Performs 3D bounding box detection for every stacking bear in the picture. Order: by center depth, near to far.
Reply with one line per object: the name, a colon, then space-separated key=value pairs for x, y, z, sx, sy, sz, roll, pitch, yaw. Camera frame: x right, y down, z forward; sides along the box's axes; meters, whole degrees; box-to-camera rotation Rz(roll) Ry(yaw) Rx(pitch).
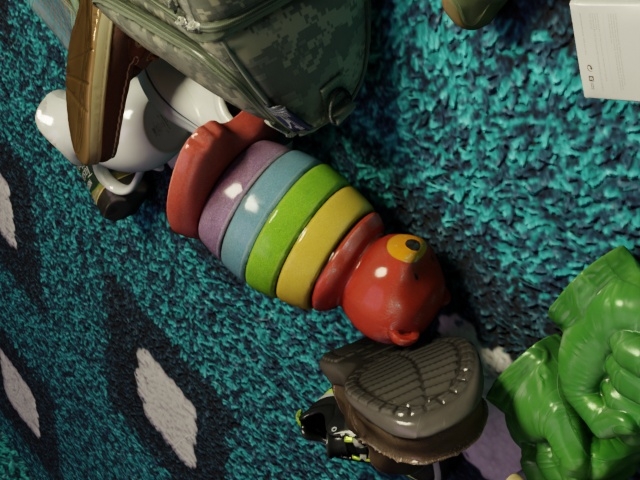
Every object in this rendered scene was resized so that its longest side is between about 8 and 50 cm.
stacking bear: x=0.000 y=0.000 z=1.234 sx=0.289 sy=0.175 sz=0.164 roll=33 pitch=125 yaw=14

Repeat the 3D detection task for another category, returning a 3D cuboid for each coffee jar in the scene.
coffee jar: x=-0.326 y=-0.123 z=1.779 sx=0.184 sy=0.079 sz=0.096 roll=58 pitch=150 yaw=11

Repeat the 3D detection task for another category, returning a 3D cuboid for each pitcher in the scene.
pitcher: x=-0.265 y=-0.135 z=1.615 sx=0.207 sy=0.125 sz=0.177 roll=0 pitch=135 yaw=41

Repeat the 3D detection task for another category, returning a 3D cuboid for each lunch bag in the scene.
lunch bag: x=-0.094 y=-0.262 z=1.184 sx=0.305 sy=0.213 sz=0.256 roll=36 pitch=156 yaw=42

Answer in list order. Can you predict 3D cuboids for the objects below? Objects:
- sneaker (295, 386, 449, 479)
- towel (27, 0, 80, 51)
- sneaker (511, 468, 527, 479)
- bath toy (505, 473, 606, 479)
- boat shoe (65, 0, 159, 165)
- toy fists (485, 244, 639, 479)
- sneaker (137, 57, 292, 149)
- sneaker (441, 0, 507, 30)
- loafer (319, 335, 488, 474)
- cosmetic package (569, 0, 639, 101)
sneaker: x=0.056 y=0.245 z=1.420 sx=0.235 sy=0.097 sz=0.084 roll=17 pitch=126 yaw=53
towel: x=-0.361 y=-0.358 z=1.600 sx=0.271 sy=0.040 sz=0.370 roll=53 pitch=165 yaw=21
sneaker: x=0.225 y=0.398 z=1.149 sx=0.319 sy=0.208 sz=0.127 roll=52 pitch=147 yaw=20
bath toy: x=0.304 y=0.296 z=0.965 sx=0.348 sy=0.129 sz=0.151 roll=15 pitch=87 yaw=25
boat shoe: x=-0.214 y=-0.251 z=1.373 sx=0.123 sy=0.123 sz=0.341 roll=-155 pitch=72 yaw=-63
toy fists: x=0.240 y=0.134 z=1.041 sx=0.142 sy=0.096 sz=0.279 roll=51 pitch=147 yaw=21
sneaker: x=-0.118 y=-0.169 z=1.414 sx=0.258 sy=0.094 sz=0.091 roll=39 pitch=132 yaw=24
sneaker: x=0.153 y=-0.231 z=0.931 sx=0.086 sy=0.064 sz=0.192 roll=51 pitch=145 yaw=33
loafer: x=0.096 y=0.173 z=1.213 sx=0.366 sy=0.134 sz=0.130 roll=-160 pitch=49 yaw=-83
cosmetic package: x=0.258 y=-0.135 z=0.657 sx=0.099 sy=0.239 sz=0.060 roll=13 pitch=122 yaw=55
